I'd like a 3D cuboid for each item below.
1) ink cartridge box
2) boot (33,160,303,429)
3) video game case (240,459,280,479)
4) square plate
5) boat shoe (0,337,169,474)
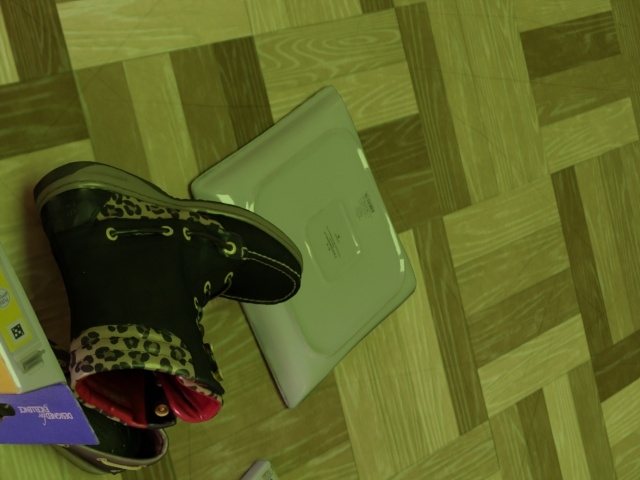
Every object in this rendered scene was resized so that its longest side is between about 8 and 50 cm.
[{"bbox_3d":[-0.384,0.078,1.439,0.072,0.303,0.307,-33,108,-43],"label":"ink cartridge box"},{"bbox_3d":[-0.158,0.083,1.746,0.377,0.138,0.284,24,41,-40],"label":"boot"},{"bbox_3d":[-0.090,0.434,1.929,0.227,0.026,0.206,-46,118,-42],"label":"video game case"},{"bbox_3d":[0.000,0.000,2.083,0.344,0.049,0.347,-40,114,-44],"label":"square plate"},{"bbox_3d":[-0.304,0.169,1.672,0.324,0.097,0.116,42,55,-37],"label":"boat shoe"}]
